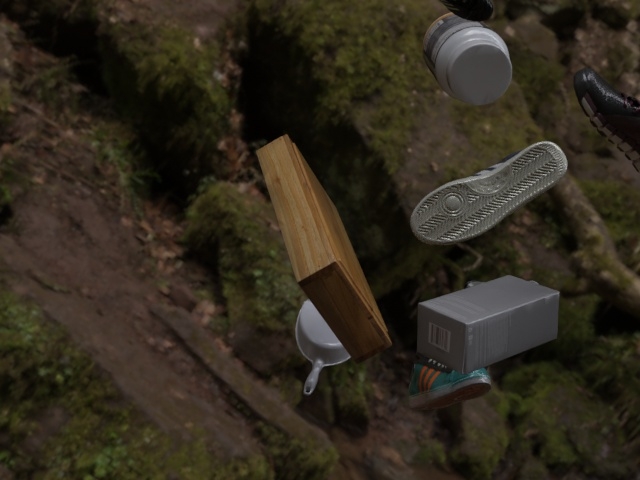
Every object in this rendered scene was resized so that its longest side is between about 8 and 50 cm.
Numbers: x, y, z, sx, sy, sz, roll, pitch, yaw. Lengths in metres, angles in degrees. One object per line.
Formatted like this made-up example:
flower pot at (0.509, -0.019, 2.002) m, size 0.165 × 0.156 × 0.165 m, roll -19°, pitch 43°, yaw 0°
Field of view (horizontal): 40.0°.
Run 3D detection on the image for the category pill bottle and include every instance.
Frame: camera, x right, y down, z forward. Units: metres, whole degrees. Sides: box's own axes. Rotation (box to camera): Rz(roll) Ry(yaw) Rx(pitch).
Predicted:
pill bottle at (0.320, -0.395, 1.914) m, size 0.162 × 0.162 × 0.278 m, roll 31°, pitch 20°, yaw -17°

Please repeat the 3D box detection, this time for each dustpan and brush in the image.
dustpan and brush at (0.004, 0.218, 1.743) m, size 0.147 × 0.060 × 0.211 m, roll 14°, pitch 36°, yaw 9°

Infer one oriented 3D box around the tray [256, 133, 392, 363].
tray at (0.000, 0.000, 1.492) m, size 0.203 × 0.076 × 0.411 m, roll 56°, pitch 7°, yaw -35°

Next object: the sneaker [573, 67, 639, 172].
sneaker at (0.549, -0.205, 1.418) m, size 0.281 × 0.162 × 0.106 m, roll 42°, pitch 40°, yaw -18°

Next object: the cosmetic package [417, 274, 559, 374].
cosmetic package at (0.298, 0.143, 1.554) m, size 0.238 × 0.107 × 0.127 m, roll -10°, pitch 18°, yaw -32°

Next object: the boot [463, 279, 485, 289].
boot at (0.417, 0.167, 2.283) m, size 0.246 × 0.083 × 0.161 m, roll 10°, pitch 30°, yaw -40°

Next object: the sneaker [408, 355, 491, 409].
sneaker at (0.263, 0.289, 1.886) m, size 0.108 × 0.302 × 0.121 m, roll 2°, pitch 72°, yaw -20°

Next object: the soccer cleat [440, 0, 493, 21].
soccer cleat at (0.238, -0.433, 1.551) m, size 0.179 × 0.060 × 0.072 m, roll 25°, pitch 24°, yaw -27°

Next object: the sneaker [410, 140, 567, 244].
sneaker at (0.355, -0.089, 1.872) m, size 0.148 × 0.350 × 0.131 m, roll 33°, pitch 32°, yaw -85°

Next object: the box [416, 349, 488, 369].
box at (0.335, 0.278, 2.205) m, size 0.059 × 0.232 × 0.183 m, roll -34°, pitch 63°, yaw -25°
